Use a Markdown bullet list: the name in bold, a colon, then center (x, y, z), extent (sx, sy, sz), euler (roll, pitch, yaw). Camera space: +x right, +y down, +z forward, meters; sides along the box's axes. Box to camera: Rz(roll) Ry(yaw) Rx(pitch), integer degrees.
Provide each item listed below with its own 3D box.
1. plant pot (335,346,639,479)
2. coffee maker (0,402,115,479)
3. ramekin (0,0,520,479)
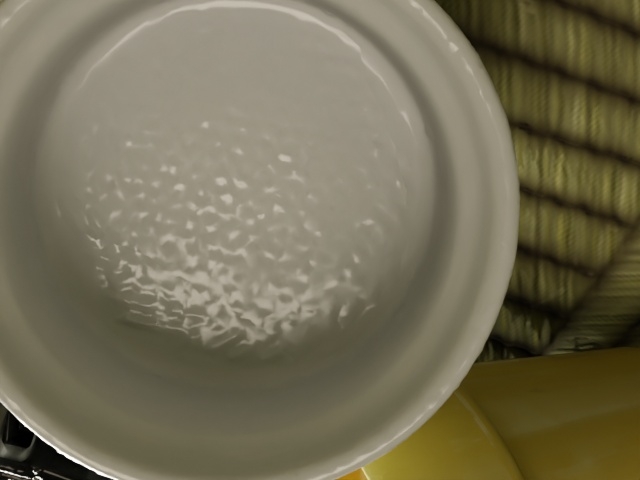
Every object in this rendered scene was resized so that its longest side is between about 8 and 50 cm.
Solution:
- **plant pot**: center (0.121, 0.176, 0.777), extent (0.239, 0.254, 0.254), euler (-17, 134, -20)
- **coffee maker**: center (-0.143, 0.119, 0.802), extent (0.171, 0.178, 0.120), euler (33, 128, -18)
- **ramekin**: center (-0.046, -0.020, 0.634), extent (0.277, 0.135, 0.277), euler (0, 97, 0)
